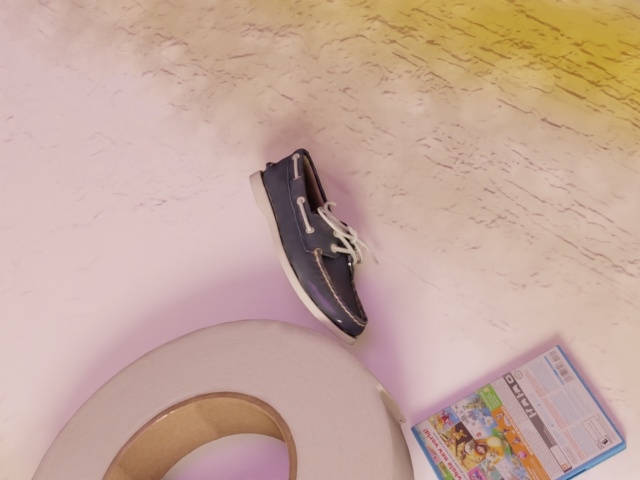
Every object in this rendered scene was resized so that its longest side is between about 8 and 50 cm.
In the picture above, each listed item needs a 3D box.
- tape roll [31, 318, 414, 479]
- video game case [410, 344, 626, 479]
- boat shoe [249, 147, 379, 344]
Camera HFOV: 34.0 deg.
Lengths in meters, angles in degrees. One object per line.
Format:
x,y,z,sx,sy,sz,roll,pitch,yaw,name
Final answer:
-0.102,0.246,0.968,0.391,0.072,0.392,-16,44,16,tape roll
0.184,0.186,0.989,0.166,0.015,0.119,-29,55,0,video game case
0.000,0.000,1.123,0.079,0.095,0.255,-35,45,10,boat shoe
